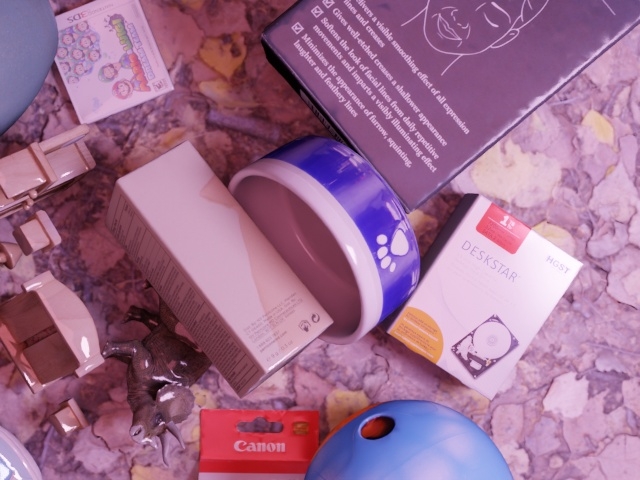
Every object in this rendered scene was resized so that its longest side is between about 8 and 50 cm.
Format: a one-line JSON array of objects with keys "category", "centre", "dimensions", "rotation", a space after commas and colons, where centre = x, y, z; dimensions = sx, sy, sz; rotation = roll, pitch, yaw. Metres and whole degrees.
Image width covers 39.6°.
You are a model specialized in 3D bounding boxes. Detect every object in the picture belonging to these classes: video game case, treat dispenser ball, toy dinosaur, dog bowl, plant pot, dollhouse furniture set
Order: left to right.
[{"category": "plant pot", "centre": [-0.463, -0.268, 1.157], "dimensions": [0.195, 0.290, 0.290], "rotation": [-36, 95, -35]}, {"category": "dollhouse furniture set", "centre": [-0.316, 0.059, 1.186], "dimensions": [0.174, 0.303, 0.355], "rotation": [-33, 97, -37]}, {"category": "video game case", "centre": [-0.303, -0.261, 1.264], "dimensions": [0.143, 0.019, 0.157], "rotation": [-22, 94, 0]}, {"category": "toy dinosaur", "centre": [-0.209, 0.147, 1.255], "dimensions": [0.160, 0.121, 0.313], "rotation": [31, 60, -6]}, {"category": "dog bowl", "centre": [0.000, 0.000, 1.159], "dimensions": [0.104, 0.265, 0.265], "rotation": [-35, 94, -28]}, {"category": "treat dispenser ball", "centre": [0.117, 0.356, 1.176], "dimensions": [0.288, 0.288, 0.288], "rotation": [0, 93, -1]}]

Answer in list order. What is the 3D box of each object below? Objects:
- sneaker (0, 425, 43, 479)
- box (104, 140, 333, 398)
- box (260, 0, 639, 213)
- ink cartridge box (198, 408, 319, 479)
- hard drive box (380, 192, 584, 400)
[{"category": "sneaker", "centre": [-0.452, 0.412, 1.207], "dimensions": [0.127, 0.208, 0.319], "rotation": [-18, 93, 1]}, {"category": "box", "centre": [-0.141, 0.040, 1.175], "dimensions": [0.121, 0.148, 0.311], "rotation": [-35, 83, -29]}, {"category": "box", "centre": [0.164, -0.270, 1.178], "dimensions": [0.395, 0.212, 0.293], "rotation": [-39, 93, 2]}, {"category": "ink cartridge box", "centre": [-0.090, 0.362, 1.291], "dimensions": [0.181, 0.056, 0.224], "rotation": [1, 95, -2]}, {"category": "hard drive box", "centre": [0.224, 0.076, 1.262], "dimensions": [0.181, 0.089, 0.232], "rotation": [33, 92, -4]}]
